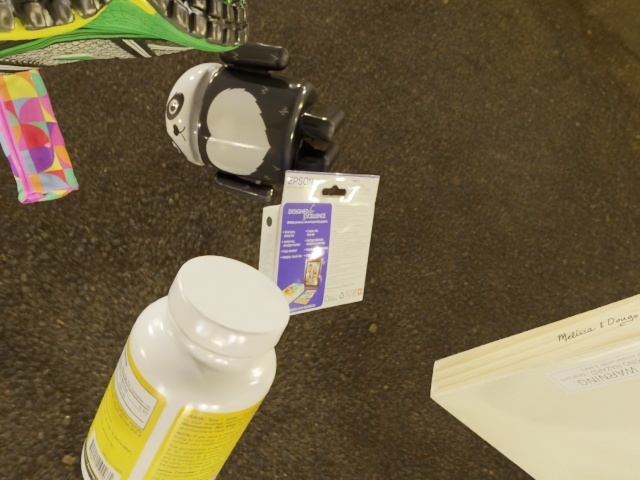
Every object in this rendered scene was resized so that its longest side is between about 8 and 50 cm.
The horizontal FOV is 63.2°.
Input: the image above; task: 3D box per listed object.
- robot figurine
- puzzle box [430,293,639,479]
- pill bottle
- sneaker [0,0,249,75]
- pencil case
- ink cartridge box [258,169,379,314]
[{"bbox_3d":[-0.107,-0.183,0.830,0.279,0.173,0.208,15,81,9],"label":"robot figurine"},{"bbox_3d":[0.354,0.154,0.504,0.272,0.409,0.052,41,42,-20],"label":"puzzle box"},{"bbox_3d":[-0.174,0.192,0.680,0.188,0.333,0.187,25,25,-12],"label":"pill bottle"},{"bbox_3d":[-0.177,-0.192,0.373,0.344,0.147,0.134,-31,112,-56],"label":"sneaker"},{"bbox_3d":[-0.492,-0.181,0.869,0.105,0.104,0.236,-21,100,-19],"label":"pencil case"},{"bbox_3d":[0.000,0.000,0.774,0.206,0.045,0.208,-3,105,-47],"label":"ink cartridge box"}]
